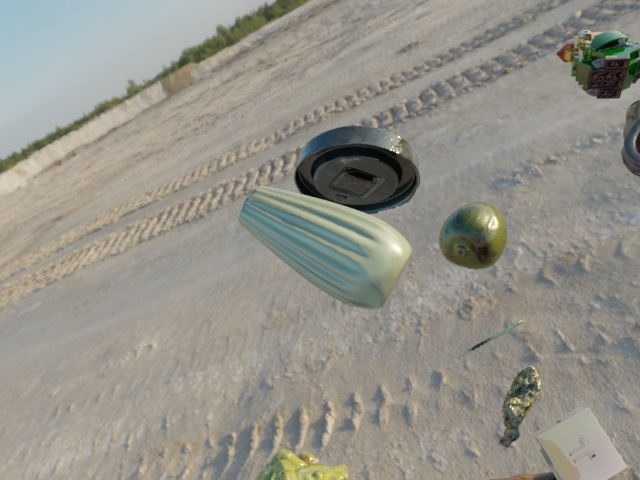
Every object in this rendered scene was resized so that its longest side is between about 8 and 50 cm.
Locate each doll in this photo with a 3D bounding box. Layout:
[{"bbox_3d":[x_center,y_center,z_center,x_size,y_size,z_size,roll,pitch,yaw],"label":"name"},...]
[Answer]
[{"bbox_3d":[0.547,-0.347,0.879,0.134,0.106,0.186,-15,42,3],"label":"doll"}]

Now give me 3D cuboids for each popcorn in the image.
[{"bbox_3d":[-0.026,0.648,1.036,0.274,0.279,0.335,-43,50,0],"label":"popcorn"}]

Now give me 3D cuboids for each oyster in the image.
[{"bbox_3d":[0.412,0.345,0.959,0.056,0.177,0.105,25,10,29],"label":"oyster"}]

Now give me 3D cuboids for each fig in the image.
[{"bbox_3d":[0.492,-0.024,1.456,0.203,0.203,0.225,-4,36,43],"label":"fig"}]

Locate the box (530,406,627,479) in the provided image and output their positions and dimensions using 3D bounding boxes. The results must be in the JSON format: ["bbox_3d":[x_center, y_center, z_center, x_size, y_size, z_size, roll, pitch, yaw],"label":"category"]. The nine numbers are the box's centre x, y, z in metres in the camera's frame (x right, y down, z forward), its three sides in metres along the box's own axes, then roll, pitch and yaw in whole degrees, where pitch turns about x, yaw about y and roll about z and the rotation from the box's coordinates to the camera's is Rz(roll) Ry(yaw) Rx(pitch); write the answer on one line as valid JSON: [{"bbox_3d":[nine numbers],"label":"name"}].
[{"bbox_3d":[0.544,0.446,0.974,0.129,0.130,0.051,-27,-15,-5],"label":"box"}]

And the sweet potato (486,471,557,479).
[{"bbox_3d":[0.539,0.682,1.269,0.281,0.067,0.059,-21,16,11],"label":"sweet potato"}]

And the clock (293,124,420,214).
[{"bbox_3d":[0.082,-0.149,1.028,0.280,0.280,0.055,-13,58,32],"label":"clock"}]

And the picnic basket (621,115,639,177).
[{"bbox_3d":[0.422,-0.063,0.345,0.222,0.129,0.297,-47,33,-6],"label":"picnic basket"}]

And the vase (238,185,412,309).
[{"bbox_3d":[0.000,0.000,0.660,0.248,0.128,0.128,27,49,11],"label":"vase"}]

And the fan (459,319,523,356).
[{"bbox_3d":[0.452,0.258,1.206,0.131,0.009,0.240,-12,-28,-35],"label":"fan"}]

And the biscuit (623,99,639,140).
[{"bbox_3d":[0.619,-0.218,0.716,0.295,0.186,0.044,-46,10,-2],"label":"biscuit"}]
